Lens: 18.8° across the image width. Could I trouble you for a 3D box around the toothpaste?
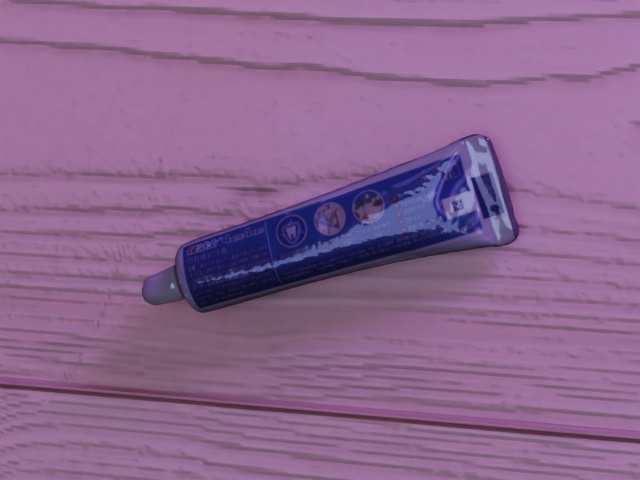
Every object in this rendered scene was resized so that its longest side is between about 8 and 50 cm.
[{"bbox_3d":[0.000,0.000,0.967,0.197,0.035,0.057,-17,93,16],"label":"toothpaste"}]
